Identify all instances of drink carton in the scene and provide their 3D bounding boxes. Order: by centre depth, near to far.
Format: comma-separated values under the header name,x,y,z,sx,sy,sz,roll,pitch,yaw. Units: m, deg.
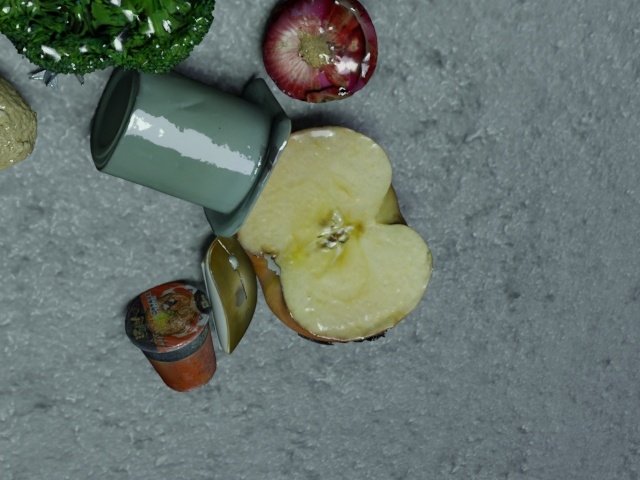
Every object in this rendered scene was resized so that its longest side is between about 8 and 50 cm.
name,x,y,z,sx,sy,sz,roll,pitch,yaw
drink carton,-0.169,-0.122,1.087,0.190,0.185,0.191,17,115,-32

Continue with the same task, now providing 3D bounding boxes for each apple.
name,x,y,z,sx,sy,sz,roll,pitch,yaw
apple,0.000,0.000,1.244,0.251,0.163,0.293,-24,90,-18

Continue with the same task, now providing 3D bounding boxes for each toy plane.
name,x,y,z,sx,sy,sz,roll,pitch,yaw
toy plane,-0.308,-0.216,1.044,0.078,0.031,0.083,24,109,-37

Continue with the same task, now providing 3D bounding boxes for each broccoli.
name,x,y,z,sx,sy,sz,roll,pitch,yaw
broccoli,-0.224,-0.313,0.867,0.297,0.297,0.297,1,86,-18

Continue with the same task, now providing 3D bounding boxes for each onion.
name,x,y,z,sx,sy,sz,roll,pitch,yaw
onion,0.007,-0.250,1.148,0.150,0.140,0.150,3,101,13

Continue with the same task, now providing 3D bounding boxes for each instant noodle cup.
name,x,y,z,sx,sy,sz,roll,pitch,yaw
instant noodle cup,-0.210,0.151,1.303,0.127,0.127,0.135,-23,138,-11

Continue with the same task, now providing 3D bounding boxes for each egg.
name,x,y,z,sx,sy,sz,roll,pitch,yaw
egg,-0.385,-0.137,0.999,0.140,0.118,0.116,18,85,-59

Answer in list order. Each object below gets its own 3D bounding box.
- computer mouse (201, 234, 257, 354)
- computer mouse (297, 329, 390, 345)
name,x,y,z,sx,sy,sz,roll,pitch,yaw
computer mouse,-0.130,0.079,1.311,0.045,0.102,0.199,10,129,19
computer mouse,0.035,0.091,1.404,0.242,0.077,0.146,20,111,-36
